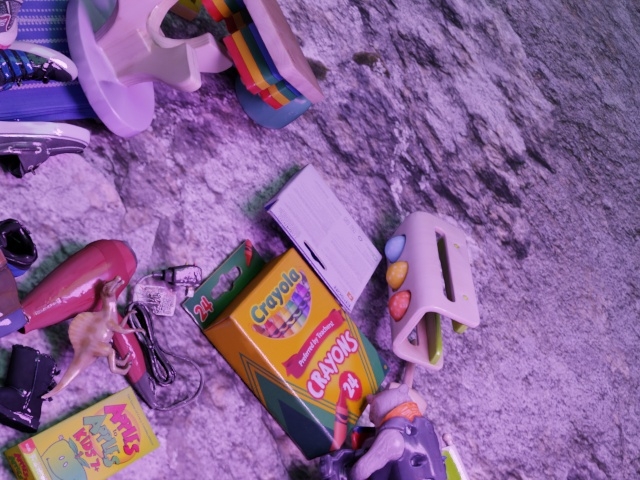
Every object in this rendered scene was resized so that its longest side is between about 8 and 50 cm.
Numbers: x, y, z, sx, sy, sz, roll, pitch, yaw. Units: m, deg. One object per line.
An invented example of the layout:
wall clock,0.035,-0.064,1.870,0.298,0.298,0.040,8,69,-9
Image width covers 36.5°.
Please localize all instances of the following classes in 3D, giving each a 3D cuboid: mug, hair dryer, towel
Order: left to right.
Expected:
towel,-0.459,-0.325,1.435,0.243,0.040,0.336,-15,78,-45
hair dryer,-0.278,0.107,1.326,0.293,0.080,0.224,13,65,-33
mug,-0.082,-0.279,1.720,0.157,0.097,0.129,17,57,-38

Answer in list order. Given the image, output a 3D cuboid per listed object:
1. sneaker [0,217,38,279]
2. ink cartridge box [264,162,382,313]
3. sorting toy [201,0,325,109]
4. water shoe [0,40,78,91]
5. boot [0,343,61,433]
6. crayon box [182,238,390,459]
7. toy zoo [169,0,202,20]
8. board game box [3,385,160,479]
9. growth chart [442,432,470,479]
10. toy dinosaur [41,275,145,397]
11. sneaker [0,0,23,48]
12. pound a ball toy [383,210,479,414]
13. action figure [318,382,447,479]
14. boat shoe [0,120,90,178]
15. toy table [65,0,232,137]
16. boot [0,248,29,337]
sneaker,-0.430,-0.014,1.244,0.152,0.084,0.058,45,44,-16
ink cartridge box,0.000,0.000,1.652,0.223,0.045,0.224,53,28,-9
sorting toy,-0.109,-0.341,1.555,0.255,0.089,0.257,64,9,7
water shoe,-0.439,-0.235,1.337,0.203,0.073,0.080,12,77,-28
boot,-0.386,0.177,1.211,0.121,0.045,0.099,34,50,-36
crayon box,-0.047,0.157,1.526,0.318,0.081,0.202,51,43,-10
toy zoo,-0.274,-0.515,1.715,0.192,0.030,0.293,33,49,-27
board game box,-0.301,0.267,1.244,0.181,0.043,0.092,-25,86,-48
growth chart,0.187,0.428,1.638,0.237,0.021,0.172,-18,76,-50
toy dinosaur,-0.291,0.139,1.272,0.092,0.053,0.183,31,72,-17
sneaker,-0.448,-0.361,1.300,0.121,0.112,0.299,18,37,-22
pound a ball toy,0.157,0.120,1.694,0.135,0.208,0.319,24,34,-15
action figure,0.173,0.371,1.476,0.341,0.178,0.330,4,56,-56
boat shoe,-0.419,-0.122,1.327,0.228,0.080,0.076,-2,87,-48
toy table,-0.266,-0.304,1.462,0.252,0.161,0.274,23,46,-62
boot,-0.453,0.103,1.155,0.219,0.082,0.106,-35,109,-30
